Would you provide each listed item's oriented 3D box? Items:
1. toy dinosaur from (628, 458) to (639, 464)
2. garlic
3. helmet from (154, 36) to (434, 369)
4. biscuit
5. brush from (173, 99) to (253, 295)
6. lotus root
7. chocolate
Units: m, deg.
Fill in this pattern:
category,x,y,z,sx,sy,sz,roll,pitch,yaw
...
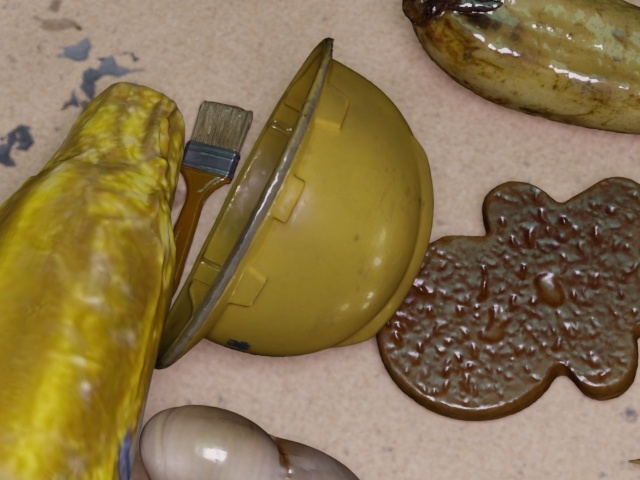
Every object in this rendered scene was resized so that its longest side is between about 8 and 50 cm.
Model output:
category,x,y,z,sx,sy,sz,roll,pitch,yaw
toy dinosaur,0.269,0.161,1.208,0.113,0.026,0.041,-7,59,-14
garlic,-0.048,0.165,1.141,0.174,0.124,0.099,30,63,-36
helmet,0.000,0.000,1.204,0.140,0.205,0.257,26,86,-9
biscuit,0.152,0.043,1.254,0.236,0.039,0.179,-22,70,-10
brush,-0.093,-0.029,1.297,0.043,0.014,0.169,14,67,9
lotus root,0.184,-0.140,1.311,0.258,0.097,0.110,20,74,0
chocolate,-0.166,0.047,1.120,0.162,0.162,0.445,11,42,4
